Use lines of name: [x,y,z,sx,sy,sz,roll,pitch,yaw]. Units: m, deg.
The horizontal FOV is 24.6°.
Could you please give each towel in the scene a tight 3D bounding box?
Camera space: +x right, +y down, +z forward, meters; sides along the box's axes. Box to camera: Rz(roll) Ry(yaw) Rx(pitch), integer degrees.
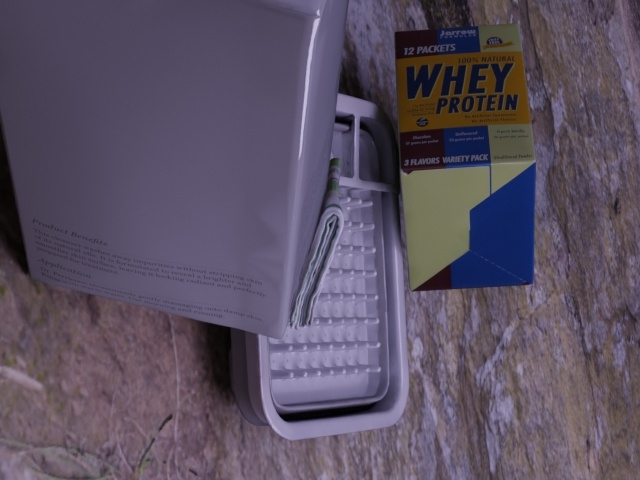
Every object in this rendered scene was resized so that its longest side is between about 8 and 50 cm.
towel: [0.000,0.000,1.259,0.152,0.023,0.113,-83,-167,-70]

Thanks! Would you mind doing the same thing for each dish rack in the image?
dish rack: [-0.012,0.022,1.430,0.285,0.072,0.333,5,80,-60]

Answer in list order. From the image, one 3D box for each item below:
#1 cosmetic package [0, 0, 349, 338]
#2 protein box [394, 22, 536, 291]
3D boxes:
cosmetic package: [-0.098,-0.106,1.011,0.385,0.217,0.156,101,4,-56]
protein box: [0.153,-0.087,1.562,0.200,0.135,0.201,82,7,-50]
